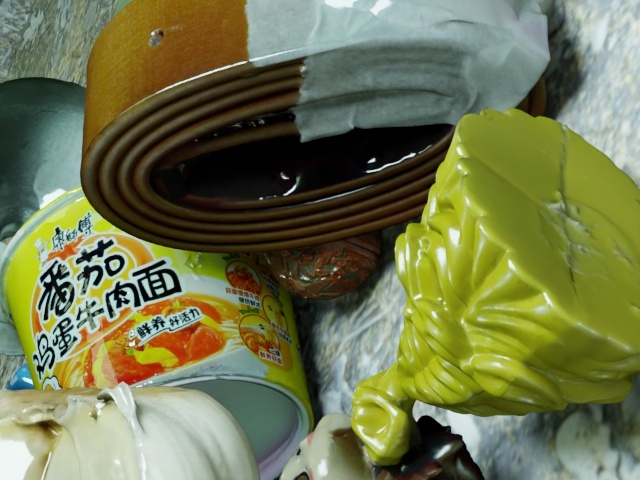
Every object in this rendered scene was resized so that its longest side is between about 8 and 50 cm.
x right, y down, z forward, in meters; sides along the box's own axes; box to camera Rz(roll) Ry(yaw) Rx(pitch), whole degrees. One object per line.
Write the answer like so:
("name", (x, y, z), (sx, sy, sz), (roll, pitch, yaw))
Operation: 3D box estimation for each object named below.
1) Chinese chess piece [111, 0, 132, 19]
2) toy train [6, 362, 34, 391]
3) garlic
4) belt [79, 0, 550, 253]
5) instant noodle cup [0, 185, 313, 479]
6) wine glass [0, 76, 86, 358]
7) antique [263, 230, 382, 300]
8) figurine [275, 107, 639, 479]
("Chinese chess piece", (-0.113, -0.221, 1.364), (0.349, 0.146, 0.349), (-43, 38, 46))
("toy train", (-0.277, 0.267, 1.254), (0.300, 0.188, 0.265), (-65, -7, 13))
("garlic", (-0.137, 0.199, 0.867), (0.281, 0.185, 0.203), (-8, 78, 39))
("belt", (-0.005, -0.107, 0.916), (0.339, 0.217, 0.122), (-14, 52, 12))
("instant noodle cup", (-0.128, 0.094, 1.081), (0.264, 0.264, 0.200), (-54, 39, 34))
("wine glass", (-0.281, -0.017, 1.264), (0.323, 0.238, 0.238), (137, 144, -65))
("antique", (0.000, 0.000, 1.038), (0.104, 0.104, 0.104), (-44, 37, 46))
("figurine", (0.060, 0.096, 0.767), (0.315, 0.168, 0.187), (-54, 40, 32))
